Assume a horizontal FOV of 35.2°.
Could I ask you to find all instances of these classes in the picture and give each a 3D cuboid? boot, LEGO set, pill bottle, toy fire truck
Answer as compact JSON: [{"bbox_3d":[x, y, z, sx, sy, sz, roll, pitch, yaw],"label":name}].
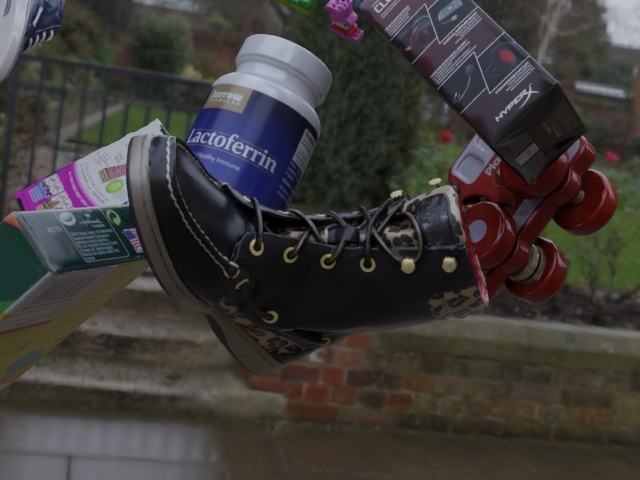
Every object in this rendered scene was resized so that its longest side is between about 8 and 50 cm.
[{"bbox_3d":[0.000,0.000,0.994,0.284,0.138,0.377,-13,-39,13],"label":"boot"},{"bbox_3d":[-0.020,-0.397,1.506,0.227,0.087,0.093,29,-24,16],"label":"LEGO set"},{"bbox_3d":[-0.091,-0.114,1.266,0.153,0.265,0.153,21,-15,6],"label":"pill bottle"},{"bbox_3d":[0.278,-0.062,1.540,0.169,0.302,0.254,29,10,-36],"label":"toy fire truck"},{"bbox_3d":[-0.412,-0.293,1.423,0.069,0.190,0.086,-7,-25,37],"label":"boot"}]

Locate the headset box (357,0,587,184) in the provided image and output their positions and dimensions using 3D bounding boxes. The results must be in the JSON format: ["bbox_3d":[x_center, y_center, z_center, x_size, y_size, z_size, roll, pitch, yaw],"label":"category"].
[{"bbox_3d":[0.188,-0.228,1.297,0.293,0.110,0.218,50,12,23],"label":"headset box"}]

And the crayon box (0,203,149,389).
[{"bbox_3d":[-0.350,0.085,1.101,0.081,0.318,0.202,55,20,10],"label":"crayon box"}]

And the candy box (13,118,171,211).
[{"bbox_3d":[-0.291,-0.059,1.402,0.233,0.071,0.159,-29,42,-10],"label":"candy box"}]
